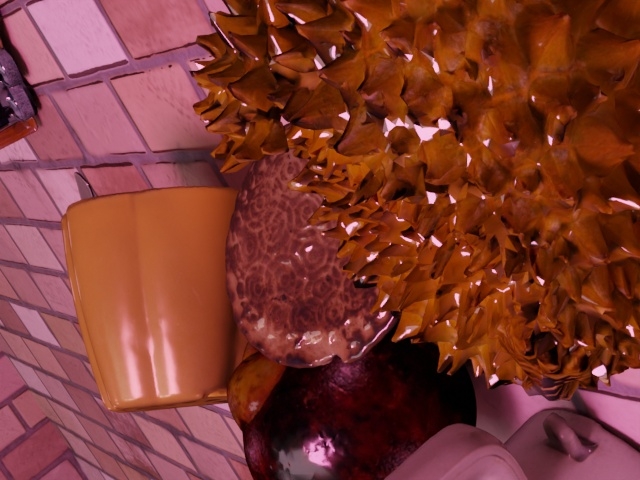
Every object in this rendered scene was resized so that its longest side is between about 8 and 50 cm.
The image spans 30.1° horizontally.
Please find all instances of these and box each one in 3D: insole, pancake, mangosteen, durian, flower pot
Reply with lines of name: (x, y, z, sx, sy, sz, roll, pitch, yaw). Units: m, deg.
insole: (-0.295, -0.033, 1.545, 0.053, 0.002, 0.153, 40, 154, 28)
pancake: (-0.001, 0.000, 0.869, 0.199, 0.021, 0.199, -5, 82, 40)
mangosteen: (0.024, 0.135, 0.946, 0.210, 0.210, 0.210, 41, 154, 25)
durian: (0.074, -0.070, 0.538, 0.293, 0.258, 0.258, 33, 151, 54)
flower pot: (-0.127, 0.057, 1.049, 0.195, 0.195, 0.179, 155, 112, -66)

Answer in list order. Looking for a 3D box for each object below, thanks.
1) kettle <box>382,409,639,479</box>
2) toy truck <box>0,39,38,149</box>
kettle: (0.116, 0.277, 0.822, 0.205, 0.318, 0.265, 43, 156, 26)
toy truck: (-0.447, -0.238, 1.379, 0.162, 0.136, 0.305, 49, 161, 33)
